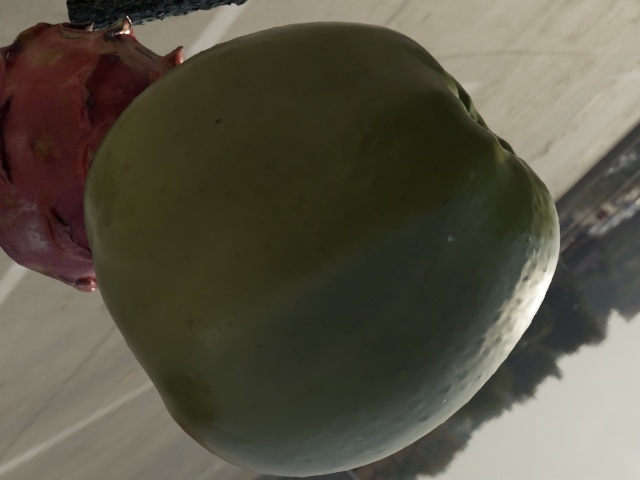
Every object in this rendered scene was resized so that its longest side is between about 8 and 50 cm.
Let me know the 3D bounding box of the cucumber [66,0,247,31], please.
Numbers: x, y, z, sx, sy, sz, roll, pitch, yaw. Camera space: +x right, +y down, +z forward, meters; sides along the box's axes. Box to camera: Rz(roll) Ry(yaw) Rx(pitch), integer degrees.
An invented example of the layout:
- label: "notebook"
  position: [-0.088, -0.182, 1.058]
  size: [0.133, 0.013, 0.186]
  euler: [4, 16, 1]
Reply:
- label: "cucumber"
  position: [-0.239, -0.414, 1.806]
  size: [0.359, 0.096, 0.096]
  euler: [-10, 169, -1]

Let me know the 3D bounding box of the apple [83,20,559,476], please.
- label: "apple"
  position: [0.000, 0.000, 1.107]
  size: [0.473, 0.473, 0.473]
  euler: [-42, 171, -8]

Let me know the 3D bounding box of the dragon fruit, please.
- label: "dragon fruit"
  position: [-0.277, -0.130, 1.464]
  size: [0.249, 0.386, 0.371]
  euler: [-9, 173, 36]
